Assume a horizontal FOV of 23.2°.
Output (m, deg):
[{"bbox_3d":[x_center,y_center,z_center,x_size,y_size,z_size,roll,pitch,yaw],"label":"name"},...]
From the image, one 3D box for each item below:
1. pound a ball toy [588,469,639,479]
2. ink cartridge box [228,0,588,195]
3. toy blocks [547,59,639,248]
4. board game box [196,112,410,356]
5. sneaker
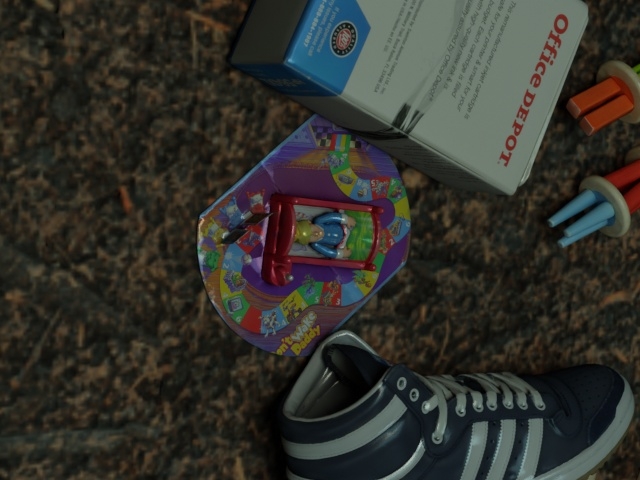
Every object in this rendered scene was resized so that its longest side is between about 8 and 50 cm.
[{"bbox_3d":[0.292,0.231,1.202,0.208,0.136,0.319,25,83,-30],"label":"pound a ball toy"},{"bbox_3d":[0.063,-0.138,1.050,0.203,0.086,0.148,28,80,-30],"label":"ink cartridge box"},{"bbox_3d":[0.222,-0.070,1.170,0.148,0.054,0.123,-31,111,-23],"label":"toy blocks"},{"bbox_3d":[0.000,0.000,1.063,0.169,0.033,0.133,-42,114,-19],"label":"board game box"},{"bbox_3d":[0.096,0.116,1.092,0.282,0.099,0.153,-25,112,-22],"label":"sneaker"}]
